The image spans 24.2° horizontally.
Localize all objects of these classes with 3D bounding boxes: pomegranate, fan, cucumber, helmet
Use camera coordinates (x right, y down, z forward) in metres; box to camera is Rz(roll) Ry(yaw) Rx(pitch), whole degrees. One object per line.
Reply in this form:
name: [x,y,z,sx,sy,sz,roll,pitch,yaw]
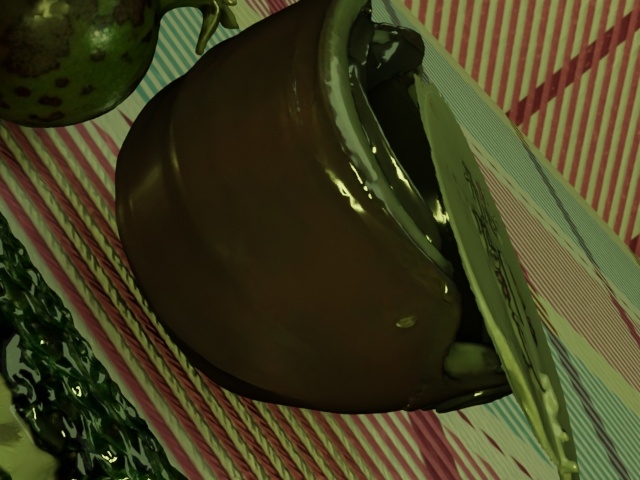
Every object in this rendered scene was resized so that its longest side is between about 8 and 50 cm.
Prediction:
pomegranate: [-0.128,-0.127,0.795,0.148,0.169,0.149,-177,-90,-89]
fan: [0.120,0.095,0.770,0.233,0.012,0.415,44,28,-59]
cucumber: [-0.143,0.017,0.573,0.265,0.077,0.077,54,15,16]
helmet: [0.000,0.000,0.837,0.305,0.177,0.225,45,26,-62]
